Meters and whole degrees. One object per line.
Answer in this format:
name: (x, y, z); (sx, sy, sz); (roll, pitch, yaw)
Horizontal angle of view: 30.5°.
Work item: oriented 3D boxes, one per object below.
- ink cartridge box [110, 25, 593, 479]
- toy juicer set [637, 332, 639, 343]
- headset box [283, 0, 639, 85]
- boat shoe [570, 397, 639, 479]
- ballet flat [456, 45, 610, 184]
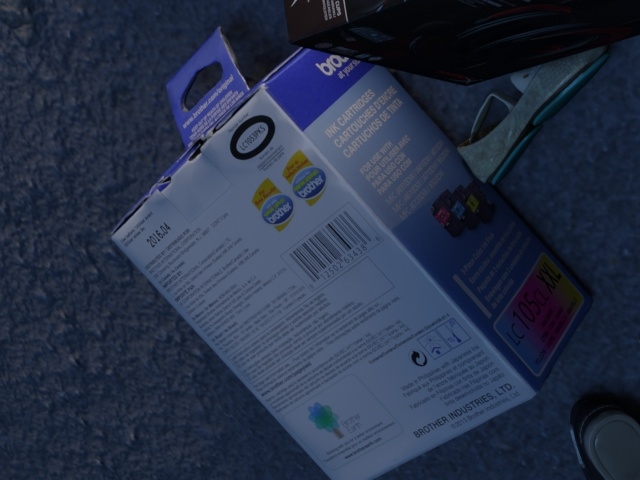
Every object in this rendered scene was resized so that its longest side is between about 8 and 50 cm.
ink cartridge box: (0.000, 0.000, 1.036); (0.395, 0.151, 0.270); (47, 133, -6)
toy juicer set: (0.338, 0.117, 0.897); (0.209, 0.089, 0.329); (50, 150, 1)
headset box: (0.151, -0.196, 0.741); (0.293, 0.218, 0.110); (-12, 81, 38)
boat shoe: (0.288, 0.228, 1.085); (0.206, 0.075, 0.065); (60, 175, -23)
ballet flat: (0.160, -0.107, 0.924); (0.052, 0.057, 0.168); (47, 134, 10)
